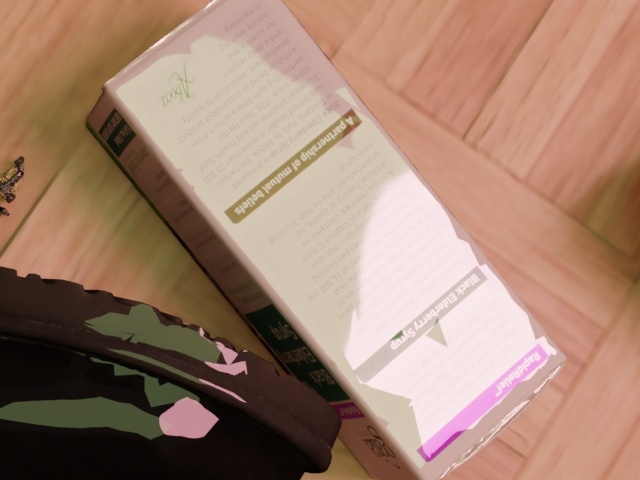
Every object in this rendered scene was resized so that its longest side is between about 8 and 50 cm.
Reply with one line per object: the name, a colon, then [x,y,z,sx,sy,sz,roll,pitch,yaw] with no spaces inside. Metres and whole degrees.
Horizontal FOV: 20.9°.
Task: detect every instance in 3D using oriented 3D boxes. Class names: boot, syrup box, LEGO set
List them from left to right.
boot: [-0.183,0.140,0.756,0.348,0.131,0.260,15,79,-6]
LEGO set: [-0.185,-0.037,0.832,0.083,0.023,0.054,38,80,-20]
syrup box: [0.000,0.000,0.828,0.096,0.093,0.237,-39,94,-14]
